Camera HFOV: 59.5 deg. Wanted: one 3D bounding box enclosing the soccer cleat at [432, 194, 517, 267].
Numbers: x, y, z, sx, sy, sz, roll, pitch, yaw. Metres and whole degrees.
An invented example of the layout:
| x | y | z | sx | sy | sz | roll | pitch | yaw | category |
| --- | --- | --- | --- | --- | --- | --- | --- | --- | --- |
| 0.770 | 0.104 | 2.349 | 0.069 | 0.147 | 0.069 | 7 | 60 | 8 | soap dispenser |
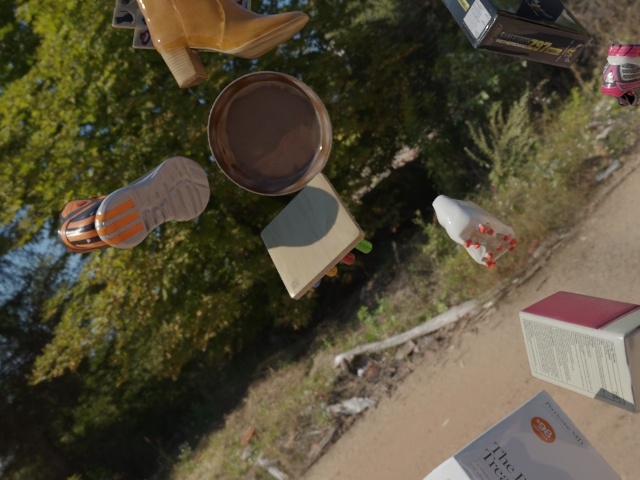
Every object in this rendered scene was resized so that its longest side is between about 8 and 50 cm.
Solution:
| x | y | z | sx | sy | sz | roll | pitch | yaw | category |
| --- | --- | --- | --- | --- | --- | --- | --- | --- | --- |
| 0.214 | -0.016 | 0.767 | 0.068 | 0.076 | 0.196 | -45 | -31 | 14 | soccer cleat |

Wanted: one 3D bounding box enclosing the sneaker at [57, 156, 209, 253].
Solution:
| x | y | z | sx | sy | sz | roll | pitch | yaw | category |
| --- | --- | --- | --- | --- | --- | --- | --- | --- | --- |
| -0.352 | -0.070 | 1.037 | 0.180 | 0.124 | 0.321 | -7 | 15 | 26 | sneaker |

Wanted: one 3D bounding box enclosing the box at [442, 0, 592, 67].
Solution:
| x | y | z | sx | sy | sz | roll | pitch | yaw | category |
| --- | --- | --- | --- | --- | --- | --- | --- | --- | --- |
| 0.267 | -0.361 | 0.831 | 0.183 | 0.232 | 0.059 | 2 | -37 | -26 | box |

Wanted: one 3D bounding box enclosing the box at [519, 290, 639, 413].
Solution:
| x | y | z | sx | sy | sz | roll | pitch | yaw | category |
| --- | --- | --- | --- | --- | --- | --- | --- | --- | --- |
| 0.513 | 0.196 | 1.047 | 0.127 | 0.148 | 0.232 | -21 | 13 | -23 | box |

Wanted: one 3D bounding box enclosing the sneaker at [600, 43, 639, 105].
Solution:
| x | y | z | sx | sy | sz | roll | pitch | yaw | category |
| --- | --- | --- | --- | --- | --- | --- | --- | --- | --- |
| 0.745 | -0.360 | 1.305 | 0.121 | 0.299 | 0.112 | 30 | 107 | 55 | sneaker |

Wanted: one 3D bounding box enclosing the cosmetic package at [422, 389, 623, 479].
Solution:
| x | y | z | sx | sy | sz | roll | pitch | yaw | category |
| --- | --- | --- | --- | --- | --- | --- | --- | --- | --- |
| 0.372 | 0.443 | 0.828 | 0.284 | 0.377 | 0.097 | -12 | -35 | -43 | cosmetic package |

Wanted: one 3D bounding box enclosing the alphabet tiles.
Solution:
| x | y | z | sx | sy | sz | roll | pitch | yaw | category |
| --- | --- | --- | --- | --- | --- | --- | --- | --- | --- |
| -0.352 | -0.614 | 1.446 | 0.011 | 0.343 | 0.285 | 105 | 166 | -73 | alphabet tiles |

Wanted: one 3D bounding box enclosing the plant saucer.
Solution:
| x | y | z | sx | sy | sz | roll | pitch | yaw | category |
| --- | --- | --- | --- | --- | --- | --- | --- | --- | --- |
| -0.124 | -0.266 | 1.404 | 0.310 | 0.310 | 0.050 | -44 | 13 | 19 | plant saucer |

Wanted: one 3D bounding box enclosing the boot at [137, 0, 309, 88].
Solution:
| x | y | z | sx | sy | sz | roll | pitch | yaw | category |
| --- | --- | --- | --- | --- | --- | --- | --- | --- | --- |
| -0.190 | -0.438 | 1.045 | 0.295 | 0.211 | 0.104 | -21 | 6 | 10 | boot |

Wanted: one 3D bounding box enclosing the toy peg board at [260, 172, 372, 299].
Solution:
| x | y | z | sx | sy | sz | roll | pitch | yaw | category |
| --- | --- | --- | --- | --- | --- | --- | --- | --- | --- |
| 0.000 | 0.000 | 0.965 | 0.160 | 0.161 | 0.079 | -45 | -41 | 17 | toy peg board |
